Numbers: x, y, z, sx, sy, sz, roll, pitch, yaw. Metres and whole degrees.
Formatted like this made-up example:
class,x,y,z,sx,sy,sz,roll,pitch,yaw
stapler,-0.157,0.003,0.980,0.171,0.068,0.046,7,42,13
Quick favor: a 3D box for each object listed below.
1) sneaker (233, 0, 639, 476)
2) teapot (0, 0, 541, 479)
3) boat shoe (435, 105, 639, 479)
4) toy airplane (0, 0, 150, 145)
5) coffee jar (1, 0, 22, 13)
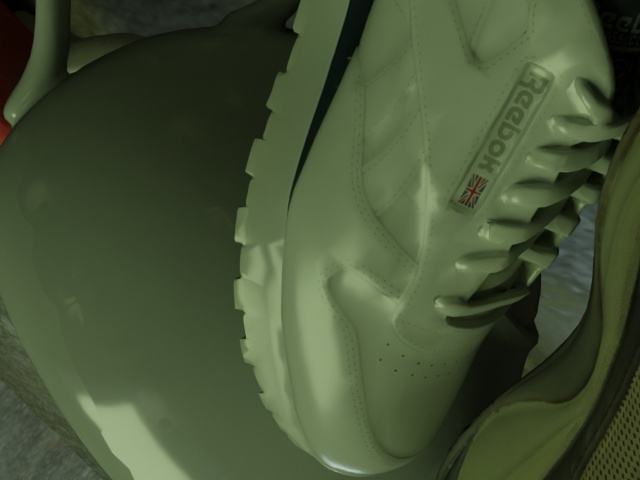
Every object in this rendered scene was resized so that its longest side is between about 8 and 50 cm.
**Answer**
class,x,y,z,sx,sy,sz,roll,pitch,yaw
sneaker,0.044,-0.031,0.381,0.095,0.090,0.235,22,112,30
teapot,0.000,0.000,0.550,0.256,0.187,0.252,40,-162,-54
boat shoe,0.138,0.048,0.352,0.355,0.132,0.130,106,147,-55
toy airplane,-0.267,-0.096,0.654,0.384,0.272,0.386,17,139,30
coffee jar,-0.218,-0.116,0.844,0.184,0.079,0.096,40,160,3
